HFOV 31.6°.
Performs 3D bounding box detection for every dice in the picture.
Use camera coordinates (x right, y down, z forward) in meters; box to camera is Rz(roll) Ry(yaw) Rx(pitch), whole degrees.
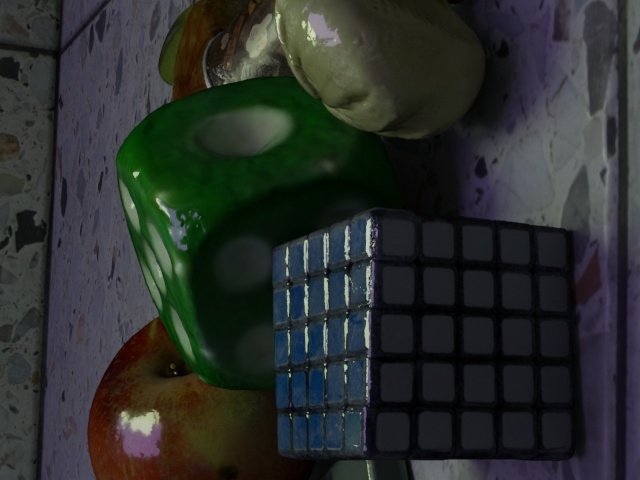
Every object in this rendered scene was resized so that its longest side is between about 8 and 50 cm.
[{"bbox_3d":[-0.066,-0.010,1.384,0.287,0.297,0.300,-130,26,-53],"label":"dice"}]

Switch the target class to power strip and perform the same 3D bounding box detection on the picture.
[{"bbox_3d":[0.041,0.384,1.453,0.265,0.059,0.193,127,144,-51],"label":"power strip"}]

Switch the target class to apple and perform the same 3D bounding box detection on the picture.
[{"bbox_3d":[-0.157,0.258,1.594,0.277,0.348,0.348,62,173,-32],"label":"apple"}]

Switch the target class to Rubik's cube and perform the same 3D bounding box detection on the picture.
[{"bbox_3d":[0.098,0.104,1.155,0.237,0.238,0.237,163,108,-63],"label":"Rubik's cube"}]

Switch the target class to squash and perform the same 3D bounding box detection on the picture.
[{"bbox_3d":[-0.242,-0.391,2.159,0.341,0.094,0.094,141,128,-61],"label":"squash"}]

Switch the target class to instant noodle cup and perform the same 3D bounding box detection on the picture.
[{"bbox_3d":[-0.022,-0.267,1.533,0.207,0.217,0.217,-48,44,45],"label":"instant noodle cup"}]

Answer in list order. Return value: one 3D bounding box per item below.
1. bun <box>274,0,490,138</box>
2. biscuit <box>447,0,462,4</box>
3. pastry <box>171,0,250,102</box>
[{"bbox_3d":[0.056,-0.210,1.260,0.160,0.259,0.259,-57,36,26],"label":"bun"},{"bbox_3d":[0.155,-0.372,1.307,0.118,0.061,0.183,33,-126,-70],"label":"biscuit"},{"bbox_3d":[-0.171,-0.260,1.922,0.329,0.136,0.329,-178,90,-65],"label":"pastry"}]
